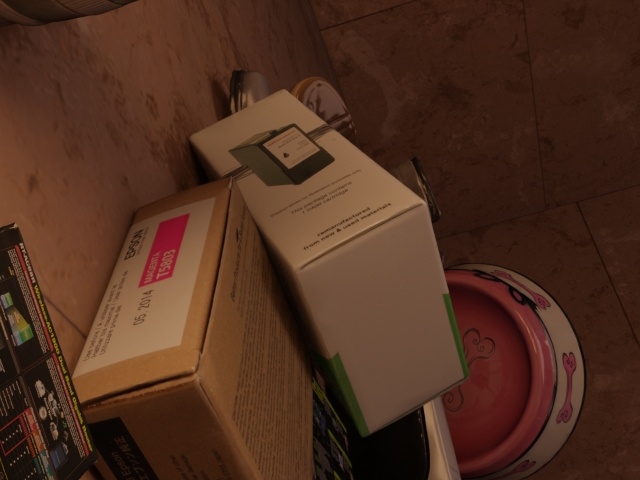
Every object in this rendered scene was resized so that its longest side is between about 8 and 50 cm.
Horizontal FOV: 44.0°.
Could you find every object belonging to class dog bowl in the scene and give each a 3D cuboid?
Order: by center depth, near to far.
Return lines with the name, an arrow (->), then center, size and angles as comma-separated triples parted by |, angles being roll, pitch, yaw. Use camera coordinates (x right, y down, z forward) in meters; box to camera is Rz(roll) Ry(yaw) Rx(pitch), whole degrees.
dog bowl -> 0.244, 0.233, 1.400 | 0.150, 0.408, 0.407 | 18, 55, -57

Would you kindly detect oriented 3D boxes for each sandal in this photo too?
sandal -> 0.053, 0.124, 1.057 | 0.107, 0.168, 0.445 | 35, 40, -67

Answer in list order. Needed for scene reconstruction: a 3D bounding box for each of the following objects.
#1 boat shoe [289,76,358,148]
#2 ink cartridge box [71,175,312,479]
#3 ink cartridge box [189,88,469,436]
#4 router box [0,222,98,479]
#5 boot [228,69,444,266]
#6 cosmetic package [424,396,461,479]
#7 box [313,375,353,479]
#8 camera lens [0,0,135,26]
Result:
boat shoe -> -0.003, -0.123, 1.362 | 0.110, 0.122, 0.341 | 24, -40, 45
ink cartridge box -> -0.073, 0.096, 0.553 | 0.234, 0.088, 0.193 | -90, 161, -59
ink cartridge box -> 0.001, 0.008, 0.760 | 0.289, 0.122, 0.211 | 48, -17, 53
router box -> -0.144, 0.060, 0.331 | 0.092, 0.038, 0.122 | -52, 127, -79
boot -> 0.022, -0.071, 0.991 | 0.118, 0.223, 0.338 | -46, 120, -83
cosmetic package -> 0.113, 0.277, 1.205 | 0.217, 0.156, 0.385 | 60, 16, -60
box -> -0.001, 0.256, 0.878 | 0.190, 0.045, 0.184 | 64, 11, -49
camera lens -> -0.093, -0.244, 0.405 | 0.219, 0.274, 0.219 | -16, 90, -81
